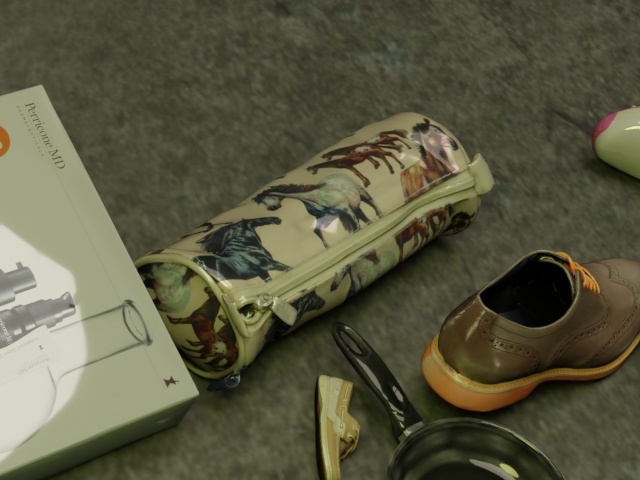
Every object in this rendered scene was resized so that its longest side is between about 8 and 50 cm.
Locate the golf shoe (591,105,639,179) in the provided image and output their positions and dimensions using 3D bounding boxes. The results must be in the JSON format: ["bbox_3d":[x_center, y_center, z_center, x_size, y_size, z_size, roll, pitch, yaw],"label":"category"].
[{"bbox_3d":[0.486,-0.079,1.809,0.306,0.115,0.140,13,50,0],"label":"golf shoe"}]

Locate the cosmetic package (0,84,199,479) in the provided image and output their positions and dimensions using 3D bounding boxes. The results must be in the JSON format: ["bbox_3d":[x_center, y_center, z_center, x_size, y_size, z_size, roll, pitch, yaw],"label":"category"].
[{"bbox_3d":[-0.332,0.054,1.437,0.284,0.097,0.377,-20,72,-31],"label":"cosmetic package"}]

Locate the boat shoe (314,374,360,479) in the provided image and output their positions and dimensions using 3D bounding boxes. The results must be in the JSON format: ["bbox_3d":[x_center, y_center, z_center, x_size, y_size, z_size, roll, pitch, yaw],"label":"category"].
[{"bbox_3d":[0.018,0.192,1.488,0.045,0.050,0.135,2,48,-4],"label":"boat shoe"}]

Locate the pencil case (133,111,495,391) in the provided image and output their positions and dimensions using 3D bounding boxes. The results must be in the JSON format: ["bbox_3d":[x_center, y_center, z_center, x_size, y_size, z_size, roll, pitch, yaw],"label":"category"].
[{"bbox_3d":[0.000,0.000,1.579,0.410,0.159,0.184,-32,33,-35],"label":"pencil case"}]

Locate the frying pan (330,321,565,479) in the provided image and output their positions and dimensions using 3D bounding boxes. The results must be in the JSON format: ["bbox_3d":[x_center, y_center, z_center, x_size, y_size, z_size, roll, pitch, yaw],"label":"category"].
[{"bbox_3d":[0.102,0.233,1.464,0.326,0.053,0.197,30,48,12],"label":"frying pan"}]

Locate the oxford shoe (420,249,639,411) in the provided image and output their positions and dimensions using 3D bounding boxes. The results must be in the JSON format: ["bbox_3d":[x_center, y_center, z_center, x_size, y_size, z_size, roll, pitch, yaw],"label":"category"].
[{"bbox_3d":[0.269,0.073,1.581,0.364,0.132,0.130,-21,54,-43],"label":"oxford shoe"}]
